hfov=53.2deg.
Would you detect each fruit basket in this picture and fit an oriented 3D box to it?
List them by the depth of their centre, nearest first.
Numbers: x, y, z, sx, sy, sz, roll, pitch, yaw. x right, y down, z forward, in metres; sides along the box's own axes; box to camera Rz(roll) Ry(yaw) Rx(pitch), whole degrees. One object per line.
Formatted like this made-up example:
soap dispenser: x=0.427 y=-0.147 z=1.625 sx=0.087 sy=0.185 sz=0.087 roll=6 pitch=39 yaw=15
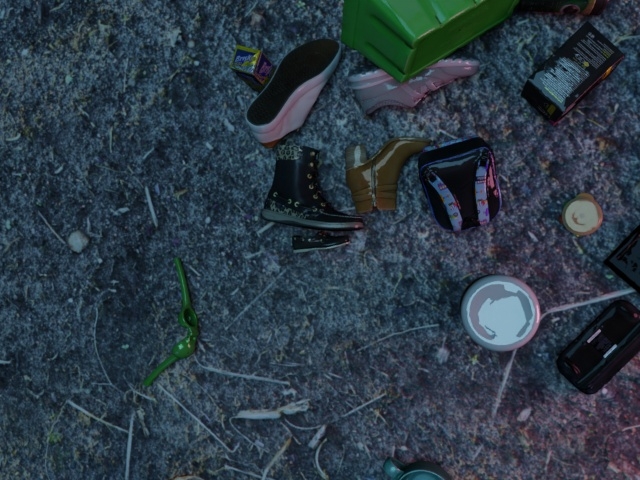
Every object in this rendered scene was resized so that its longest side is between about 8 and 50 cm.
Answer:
fruit basket: x=0.182 y=-0.548 z=1.282 sx=0.391 sy=0.283 sz=0.392 roll=0 pitch=76 yaw=-2

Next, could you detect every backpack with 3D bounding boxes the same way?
backpack: x=0.293 y=-0.114 z=1.330 sx=0.158 sy=0.117 sz=0.173 roll=-17 pitch=117 yaw=11

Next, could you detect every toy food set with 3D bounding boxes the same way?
toy food set: x=0.541 y=-0.051 z=1.326 sx=0.082 sy=0.020 sz=0.083 roll=-33 pitch=82 yaw=9

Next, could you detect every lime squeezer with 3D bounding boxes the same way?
lime squeezer: x=-0.326 y=0.201 z=1.482 sx=0.110 sy=0.058 sz=0.311 roll=15 pitch=93 yaw=42

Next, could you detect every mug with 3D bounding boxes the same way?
mug: x=0.212 y=0.515 z=1.330 sx=0.129 sy=0.097 sz=0.158 roll=-17 pitch=84 yaw=11

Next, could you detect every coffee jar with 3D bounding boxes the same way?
coffee jar: x=0.503 y=-0.513 z=1.314 sx=0.184 sy=0.096 sz=0.079 roll=8 pitch=92 yaw=11

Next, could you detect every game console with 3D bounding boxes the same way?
game console: x=0.622 y=0.148 z=1.292 sx=0.213 sy=0.044 sz=0.361 roll=44 pitch=96 yaw=11

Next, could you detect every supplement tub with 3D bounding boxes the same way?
supplement tub: x=0.349 y=0.138 z=1.265 sx=0.144 sy=0.199 sz=0.144 roll=-1 pitch=87 yaw=11

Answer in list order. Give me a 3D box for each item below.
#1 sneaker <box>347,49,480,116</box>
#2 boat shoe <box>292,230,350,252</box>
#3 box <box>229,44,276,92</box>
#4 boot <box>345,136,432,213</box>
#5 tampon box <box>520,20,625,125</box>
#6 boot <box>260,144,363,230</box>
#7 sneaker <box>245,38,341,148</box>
sneaker: x=0.204 y=-0.344 z=1.384 sx=0.281 sy=0.105 sz=0.115 roll=-10 pitch=121 yaw=6
boat shoe: x=0.000 y=0.000 z=1.418 sx=0.133 sy=0.049 sz=0.042 roll=-6 pitch=95 yaw=15
box: x=-0.139 y=-0.369 z=1.399 sx=0.059 sy=0.169 sz=0.054 roll=18 pitch=91 yaw=12
boot: x=0.154 y=-0.142 z=1.388 sx=0.197 sy=0.073 sz=0.152 roll=-9 pitch=90 yaw=15
tampon box: x=0.505 y=-0.333 z=1.294 sx=0.161 sy=0.120 sz=0.101 roll=-44 pitch=80 yaw=7
boot: x=-0.012 y=-0.114 z=1.400 sx=0.236 sy=0.085 sz=0.179 roll=8 pitch=89 yaw=21
sneaker: x=-0.056 y=-0.328 z=1.429 sx=0.106 sy=0.123 sz=0.290 roll=35 pitch=73 yaw=22
